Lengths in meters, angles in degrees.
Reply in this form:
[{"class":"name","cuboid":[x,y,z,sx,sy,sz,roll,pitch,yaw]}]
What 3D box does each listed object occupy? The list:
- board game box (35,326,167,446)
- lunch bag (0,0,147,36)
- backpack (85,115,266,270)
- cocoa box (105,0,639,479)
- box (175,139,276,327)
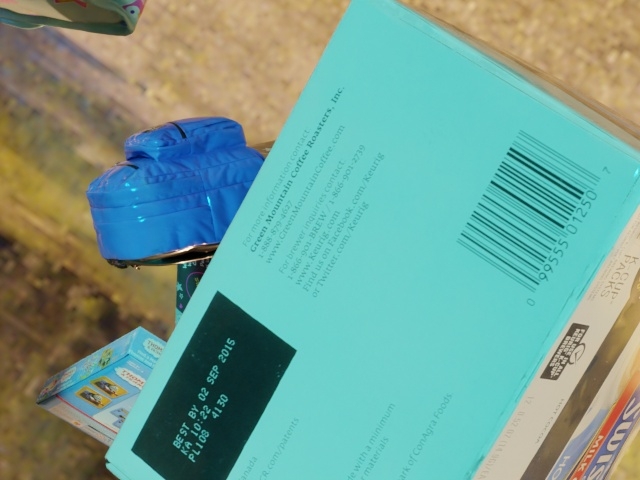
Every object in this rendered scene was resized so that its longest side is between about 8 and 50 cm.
[{"class":"board game box","cuboid":[-0.178,0.170,1.838,0.160,0.039,0.211,34,147,-21]},{"class":"lunch bag","cuboid":[-0.229,-0.293,1.443,0.262,0.223,0.160,9,164,46]},{"class":"backpack","cuboid":[-0.107,-0.033,1.268,0.098,0.120,0.101,-7,100,65]},{"class":"cocoa box","cuboid":[0.077,0.058,1.125,0.231,0.347,0.228,35,-167,29]},{"class":"box","cuboid":[0.000,0.000,1.558,0.142,0.163,0.247,14,-161,34]}]
